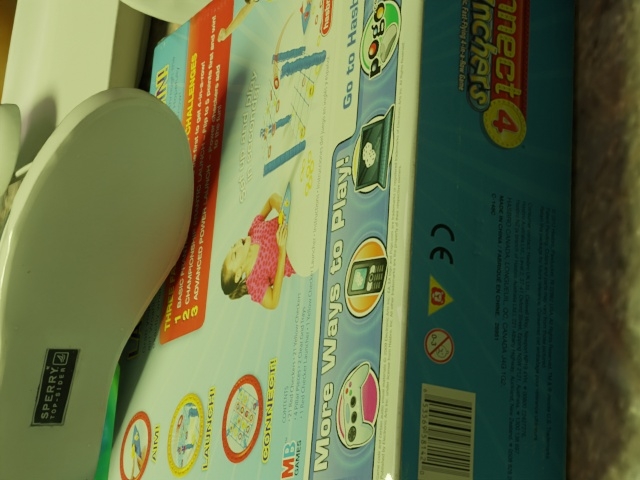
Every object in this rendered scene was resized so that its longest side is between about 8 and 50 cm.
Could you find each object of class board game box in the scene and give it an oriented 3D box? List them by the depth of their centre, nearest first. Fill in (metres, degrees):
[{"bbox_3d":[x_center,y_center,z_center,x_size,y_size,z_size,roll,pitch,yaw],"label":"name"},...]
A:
[{"bbox_3d":[0.000,0.000,0.783,0.302,0.086,0.308,-24,57,57],"label":"board game box"}]

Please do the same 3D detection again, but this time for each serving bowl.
[{"bbox_3d":[-0.279,-0.078,1.314,0.083,0.027,0.083,-32,53,56],"label":"serving bowl"}]

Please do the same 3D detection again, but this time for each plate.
[{"bbox_3d":[-0.194,-0.189,1.276,0.278,0.045,0.277,-12,68,60],"label":"plate"}]

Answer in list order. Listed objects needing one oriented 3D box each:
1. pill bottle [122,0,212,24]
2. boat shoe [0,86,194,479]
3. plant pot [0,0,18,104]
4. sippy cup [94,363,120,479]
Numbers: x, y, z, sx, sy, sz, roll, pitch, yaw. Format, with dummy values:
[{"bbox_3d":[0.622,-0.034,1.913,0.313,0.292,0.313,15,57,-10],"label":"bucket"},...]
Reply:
[{"bbox_3d":[-0.054,-0.280,0.929,0.162,0.162,0.278,-31,52,54],"label":"pill bottle"},{"bbox_3d":[-0.143,0.033,0.851,0.088,0.096,0.267,47,128,53],"label":"boat shoe"},{"bbox_3d":[-0.423,-0.185,1.550,0.205,0.188,0.205,-35,48,52],"label":"plant pot"},{"bbox_3d":[-0.269,0.149,1.095,0.240,0.305,0.224,66,156,9],"label":"sippy cup"}]
